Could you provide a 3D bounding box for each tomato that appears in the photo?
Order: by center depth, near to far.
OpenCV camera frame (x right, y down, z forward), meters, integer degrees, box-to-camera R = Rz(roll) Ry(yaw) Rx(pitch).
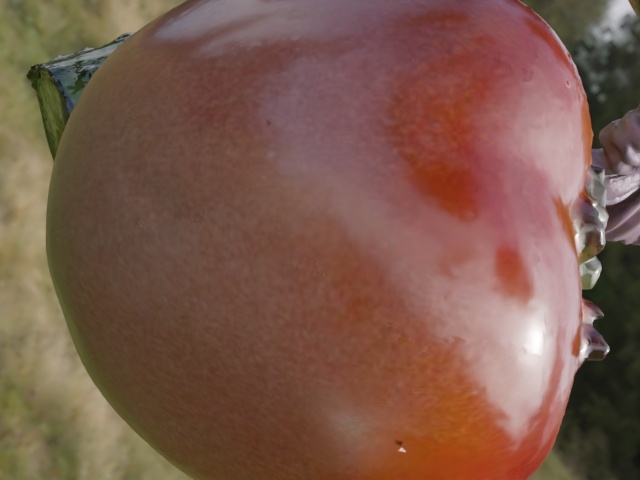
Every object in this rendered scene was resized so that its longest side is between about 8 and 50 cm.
[{"bbox_3d":[0.000,0.000,1.006,0.321,0.321,0.321,53,4,-5],"label":"tomato"}]

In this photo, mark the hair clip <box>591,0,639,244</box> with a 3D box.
[{"bbox_3d":[0.231,-0.092,1.137,0.300,0.173,0.069,64,16,-46],"label":"hair clip"}]

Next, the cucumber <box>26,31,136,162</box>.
[{"bbox_3d":[-0.063,-0.090,1.219,0.134,0.244,0.134,51,-25,36],"label":"cucumber"}]
